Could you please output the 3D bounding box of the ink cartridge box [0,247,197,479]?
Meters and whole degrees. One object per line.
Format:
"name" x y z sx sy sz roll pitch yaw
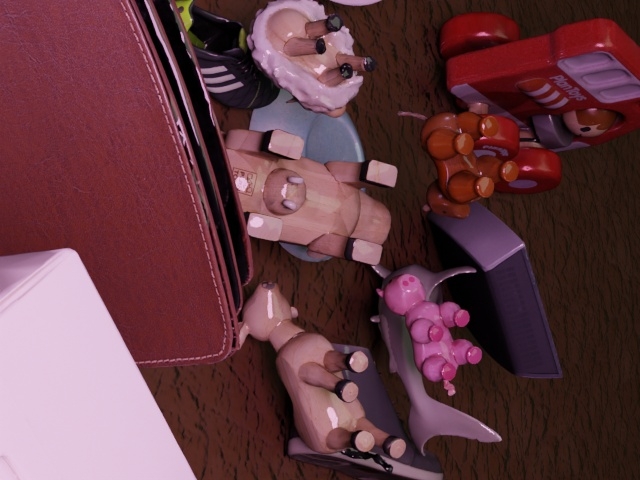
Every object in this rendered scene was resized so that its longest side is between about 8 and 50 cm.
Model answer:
"ink cartridge box" -0.225 0.124 0.626 0.168 0.233 0.171 -51 125 -46

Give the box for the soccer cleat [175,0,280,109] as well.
"soccer cleat" -0.083 -0.162 1.019 0.179 0.072 0.060 23 66 -51

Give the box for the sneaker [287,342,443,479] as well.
"sneaker" 0.059 0.178 1.152 0.222 0.083 0.118 29 61 -48

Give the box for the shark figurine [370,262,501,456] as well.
"shark figurine" 0.113 0.076 1.161 0.166 0.116 0.278 57 17 -26

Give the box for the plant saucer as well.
"plant saucer" 0.001 -0.076 1.156 0.195 0.038 0.194 15 71 -54

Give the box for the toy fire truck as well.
"toy fire truck" 0.293 -0.174 1.399 0.302 0.254 0.169 22 66 -51

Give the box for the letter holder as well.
"letter holder" -0.137 -0.076 0.802 0.152 0.215 0.301 -36 114 -51

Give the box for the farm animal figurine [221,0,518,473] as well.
"farm animal figurine" 0.000 0.000 1.017 0.327 0.172 0.330 34 76 -29

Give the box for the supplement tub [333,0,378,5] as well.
"supplement tub" 0.053 -0.354 1.184 0.144 0.144 0.199 53 45 -36

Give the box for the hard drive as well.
"hard drive" 0.185 0.047 1.268 0.254 0.054 0.171 -123 -167 -73
